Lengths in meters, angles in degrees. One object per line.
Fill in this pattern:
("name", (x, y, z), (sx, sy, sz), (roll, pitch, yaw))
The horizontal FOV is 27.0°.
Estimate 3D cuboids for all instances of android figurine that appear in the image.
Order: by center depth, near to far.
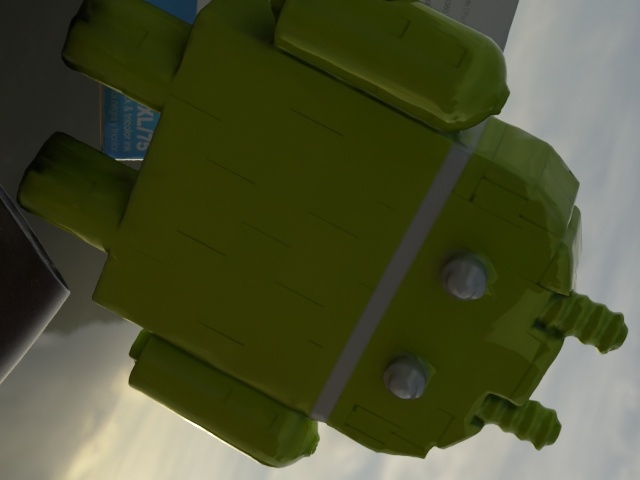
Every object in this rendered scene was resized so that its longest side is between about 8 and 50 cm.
("android figurine", (0.000, 0.000, 0.594), (0.248, 0.273, 0.056), (-62, 177, 34))

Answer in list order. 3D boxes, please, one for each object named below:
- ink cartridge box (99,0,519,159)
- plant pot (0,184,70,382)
("ink cartridge box", (-0.018, -0.190, 0.926), (0.197, 0.270, 0.198), (100, -14, -45))
("plant pot", (-0.285, 0.054, 0.845), (0.230, 0.215, 0.215), (-34, -176, -8))
